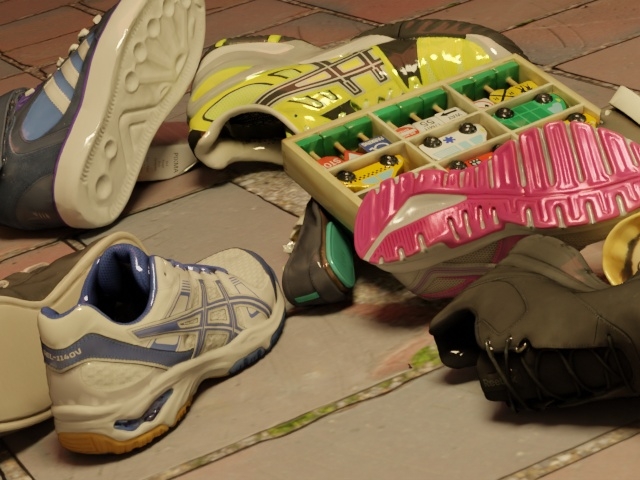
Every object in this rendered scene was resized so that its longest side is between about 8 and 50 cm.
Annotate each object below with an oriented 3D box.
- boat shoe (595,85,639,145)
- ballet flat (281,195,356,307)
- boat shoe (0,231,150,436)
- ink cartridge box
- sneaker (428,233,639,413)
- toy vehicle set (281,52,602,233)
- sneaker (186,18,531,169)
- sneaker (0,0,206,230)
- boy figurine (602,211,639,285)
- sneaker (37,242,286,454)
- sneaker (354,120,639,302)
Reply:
[{"bbox_3d":[0.300,-0.023,1.400,0.091,0.109,0.305,-51,32,11],"label":"boat shoe"},{"bbox_3d":[0.000,0.000,1.555,0.074,0.074,0.203,-8,26,12],"label":"ballet flat"},{"bbox_3d":[-0.247,0.086,1.438,0.095,0.112,0.335,-22,8,29],"label":"boat shoe"},{"bbox_3d":[-0.172,-0.104,2.001,0.179,0.045,0.145,-2,15,-21],"label":"ink cartridge box"},{"bbox_3d":[0.182,0.077,1.215,0.130,0.109,0.286,-30,17,-22],"label":"sneaker"},{"bbox_3d":[0.120,-0.082,1.564,0.267,0.035,0.166,-22,40,-25],"label":"toy vehicle set"},{"bbox_3d":[0.039,-0.134,1.842,0.385,0.145,0.147,-5,46,22],"label":"sneaker"},{"bbox_3d":[-0.281,-0.160,1.893,0.236,0.130,0.323,7,67,36],"label":"sneaker"},{"bbox_3d":[0.303,0.009,1.193,0.092,0.177,0.285,11,-2,-26],"label":"boy figurine"},{"bbox_3d":[-0.120,0.052,1.398,0.112,0.131,0.296,-5,20,26],"label":"sneaker"},{"bbox_3d":[0.160,-0.015,1.401,0.252,0.111,0.103,-12,55,24],"label":"sneaker"}]
